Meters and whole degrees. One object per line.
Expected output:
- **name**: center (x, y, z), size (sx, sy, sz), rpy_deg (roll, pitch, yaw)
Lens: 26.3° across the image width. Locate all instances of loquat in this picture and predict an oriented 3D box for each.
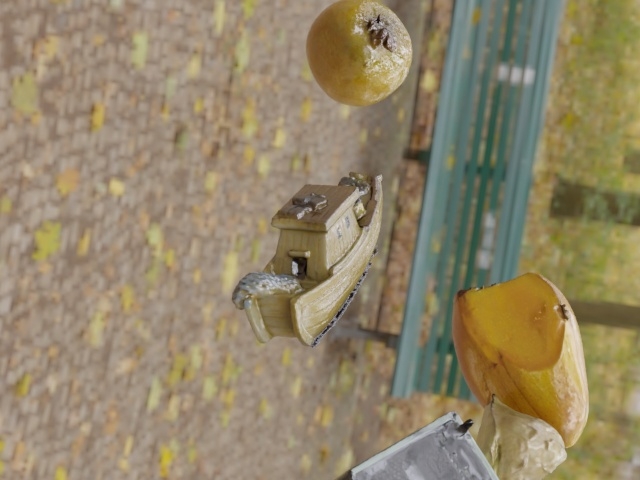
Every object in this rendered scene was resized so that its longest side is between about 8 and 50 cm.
- **loquat**: center (0.053, -0.260, 1.884), size (0.137, 0.163, 0.163), rpy_deg (2, 99, -33)

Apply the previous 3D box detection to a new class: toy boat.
- **toy boat**: center (0.000, 0.000, 1.508), size (0.321, 0.089, 0.121), rpy_deg (-52, 139, -55)

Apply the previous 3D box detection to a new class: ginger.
- **ginger**: center (0.264, 0.272, 1.850), size (0.193, 0.123, 0.115), rpy_deg (-79, 168, -71)

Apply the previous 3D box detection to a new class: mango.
- **mango**: center (0.296, 0.185, 1.977), size (0.138, 0.187, 0.257), rpy_deg (28, 44, -60)

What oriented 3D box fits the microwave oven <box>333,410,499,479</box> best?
- **microwave oven**: center (0.108, 0.421, 1.527), size (0.218, 0.355, 0.286), rpy_deg (-21, 166, -44)
